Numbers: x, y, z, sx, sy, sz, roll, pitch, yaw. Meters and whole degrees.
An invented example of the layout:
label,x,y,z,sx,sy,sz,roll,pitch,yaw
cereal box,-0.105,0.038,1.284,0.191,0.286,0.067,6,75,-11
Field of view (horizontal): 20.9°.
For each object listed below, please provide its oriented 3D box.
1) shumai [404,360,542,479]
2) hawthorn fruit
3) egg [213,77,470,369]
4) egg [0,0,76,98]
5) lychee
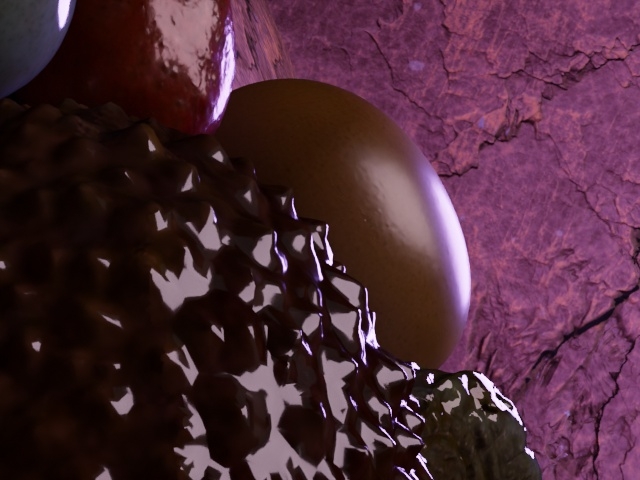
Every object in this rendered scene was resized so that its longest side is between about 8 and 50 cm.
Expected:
label,x,y,z,sx,sy,sz,roll,pitch,yaw
shumai,-0.007,0.206,1.421,0.263,0.304,0.309,25,-24,43
hawthorn fruit,-0.154,-0.126,1.299,0.185,0.185,0.202,60,27,-47
egg,0.000,0.000,1.598,0.322,0.250,0.250,47,8,-2
egg,-0.217,-0.168,0.875,0.236,0.169,0.169,55,13,-44
lychee,-0.086,0.076,0.642,0.267,0.267,0.267,-23,90,-83
